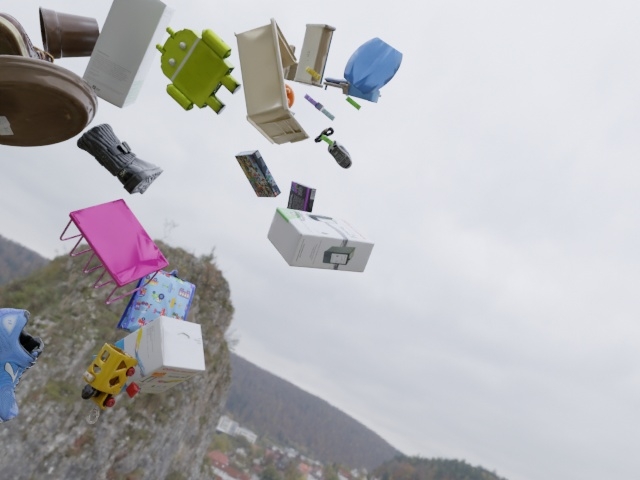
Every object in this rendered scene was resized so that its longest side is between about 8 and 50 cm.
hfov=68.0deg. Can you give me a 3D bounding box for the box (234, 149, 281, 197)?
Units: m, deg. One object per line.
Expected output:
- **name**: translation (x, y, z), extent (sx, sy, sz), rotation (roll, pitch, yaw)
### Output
- **box**: translation (-0.293, -0.309, 2.222), extent (0.159, 0.044, 0.233), rotation (7, -48, 50)

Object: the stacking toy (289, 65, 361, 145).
- **stacking toy**: translation (-0.001, -0.443, 1.576), extent (0.221, 0.167, 0.052), rotation (38, 15, 5)

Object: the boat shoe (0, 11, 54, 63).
- **boat shoe**: translation (-0.660, -0.386, 1.045), extent (0.123, 0.123, 0.342), rotation (26, -27, -11)

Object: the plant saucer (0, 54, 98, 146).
- **plant saucer**: translation (-0.583, -0.256, 0.927), extent (0.277, 0.041, 0.278), rotation (-14, -14, -3)

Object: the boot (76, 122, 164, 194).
- **boot**: translation (-0.743, -0.309, 1.791), extent (0.260, 0.131, 0.348), rotation (44, -2, -10)

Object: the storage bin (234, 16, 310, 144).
- **storage bin**: translation (-0.131, -0.440, 1.376), extent (0.123, 0.262, 0.260), rotation (-12, -8, 12)

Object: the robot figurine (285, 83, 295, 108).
- **robot figurine**: translation (-0.180, -0.627, 2.098), extent (0.158, 0.128, 0.219), rotation (55, -4, -11)

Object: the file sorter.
- **file sorter**: translation (-0.716, 0.042, 1.629), extent (0.182, 0.202, 0.291), rotation (-40, -96, 35)

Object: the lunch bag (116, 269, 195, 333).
- **lunch bag**: translation (-0.644, 0.251, 1.915), extent (0.221, 0.293, 0.138), rotation (28, -23, -28)

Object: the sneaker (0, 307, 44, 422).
- **sneaker**: translation (-0.782, 0.319, 1.201), extent (0.147, 0.330, 0.130), rotation (-4, 27, -33)

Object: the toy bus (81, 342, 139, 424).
- **toy bus**: translation (-0.637, 0.403, 1.384), extent (0.191, 0.202, 0.104), rotation (-24, -36, 10)

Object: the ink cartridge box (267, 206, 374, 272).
- **ink cartridge box**: translation (0.000, 0.000, 1.489), extent (0.272, 0.115, 0.198), rotation (7, 23, -33)

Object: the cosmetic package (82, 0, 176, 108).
- **cosmetic package**: translation (-0.638, -0.647, 1.576), extent (0.155, 0.366, 0.197), rotation (28, 17, -17)

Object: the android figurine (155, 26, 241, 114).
- **android figurine**: translation (-0.375, -0.519, 1.433), extent (0.273, 0.056, 0.248), rotation (45, -64, -7)

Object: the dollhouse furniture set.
- **dollhouse furniture set**: translation (0.059, -0.648, 1.746), extent (0.303, 0.198, 0.286), rotation (4, 19, -34)

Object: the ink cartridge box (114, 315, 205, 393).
- **ink cartridge box**: translation (-0.524, 0.378, 1.549), extent (0.232, 0.168, 0.171), rotation (-31, -33, 24)

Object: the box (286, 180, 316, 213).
- **box**: translation (-0.077, -0.163, 1.862), extent (0.029, 0.116, 0.162), rotation (3, 15, -35)

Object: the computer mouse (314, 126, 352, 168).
- **computer mouse**: translation (0.066, -0.384, 1.998), extent (0.193, 0.042, 0.106), rotation (50, -51, -3)

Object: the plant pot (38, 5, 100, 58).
- **plant pot**: translation (-0.835, -0.684, 1.587), extent (0.165, 0.167, 0.167), rotation (-10, -4, -31)

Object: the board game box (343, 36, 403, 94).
- **board game box**: translation (0.138, -0.439, 1.215), extent (0.033, 0.133, 0.169), rotation (29, 18, -51)
